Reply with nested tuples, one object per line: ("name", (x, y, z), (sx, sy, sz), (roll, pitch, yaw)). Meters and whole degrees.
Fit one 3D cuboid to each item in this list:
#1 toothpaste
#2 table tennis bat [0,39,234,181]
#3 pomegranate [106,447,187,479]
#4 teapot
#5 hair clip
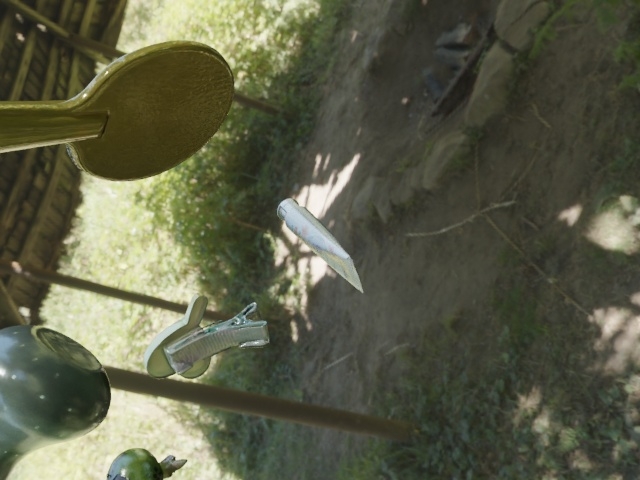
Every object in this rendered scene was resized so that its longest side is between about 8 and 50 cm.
("toothpaste", (0.000, 0.000, 1.418), (0.323, 0.066, 0.100), (43, 159, 48))
("table tennis bat", (-0.222, -0.129, 0.685), (0.050, 0.321, 0.198), (52, 129, 18))
("pomegranate", (-0.333, 0.451, 1.219), (0.122, 0.161, 0.122), (26, 123, 50))
("teapot", (-0.402, 0.243, 0.831), (0.251, 0.183, 0.183), (-55, 15, -4))
("hair clip", (-0.203, 0.168, 1.107), (0.071, 0.218, 0.159), (-131, 24, -56))
